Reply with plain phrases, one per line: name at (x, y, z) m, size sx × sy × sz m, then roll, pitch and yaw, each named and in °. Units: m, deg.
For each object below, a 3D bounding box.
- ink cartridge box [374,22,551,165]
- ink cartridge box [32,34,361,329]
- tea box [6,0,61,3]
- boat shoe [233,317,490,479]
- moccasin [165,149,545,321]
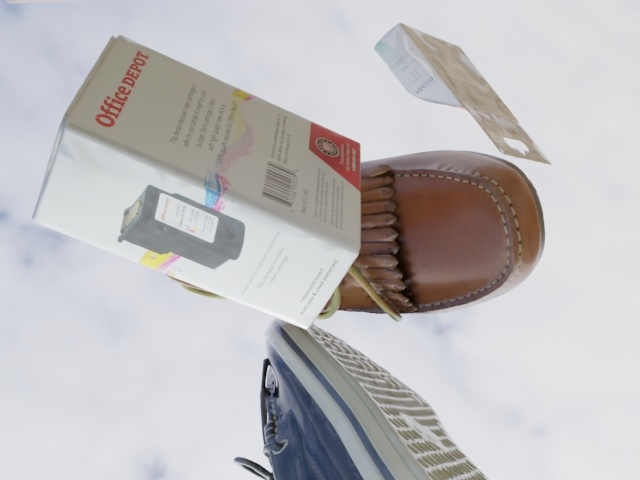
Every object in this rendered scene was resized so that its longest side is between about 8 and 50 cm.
ink cartridge box at (0.189, -0.175, 1.112) m, size 0.181 × 0.056 × 0.224 m, roll 0°, pitch -126°, yaw -55°
ink cartridge box at (-0.067, -0.039, 0.521) m, size 0.175 × 0.072 × 0.127 m, roll 23°, pitch -146°, yaw -13°
tea box at (0.045, -0.243, 0.230) m, size 0.220 × 0.329 × 0.323 m, roll -19°, pitch -69°, yaw -40°
boat shoe at (0.024, 0.193, 0.714) m, size 0.187 × 0.156 × 0.500 m, roll 34°, pitch -176°, yaw -20°
moccasin at (0.000, -0.003, 0.688) m, size 0.147 × 0.380 × 0.139 m, roll -15°, pitch -75°, yaw -45°
